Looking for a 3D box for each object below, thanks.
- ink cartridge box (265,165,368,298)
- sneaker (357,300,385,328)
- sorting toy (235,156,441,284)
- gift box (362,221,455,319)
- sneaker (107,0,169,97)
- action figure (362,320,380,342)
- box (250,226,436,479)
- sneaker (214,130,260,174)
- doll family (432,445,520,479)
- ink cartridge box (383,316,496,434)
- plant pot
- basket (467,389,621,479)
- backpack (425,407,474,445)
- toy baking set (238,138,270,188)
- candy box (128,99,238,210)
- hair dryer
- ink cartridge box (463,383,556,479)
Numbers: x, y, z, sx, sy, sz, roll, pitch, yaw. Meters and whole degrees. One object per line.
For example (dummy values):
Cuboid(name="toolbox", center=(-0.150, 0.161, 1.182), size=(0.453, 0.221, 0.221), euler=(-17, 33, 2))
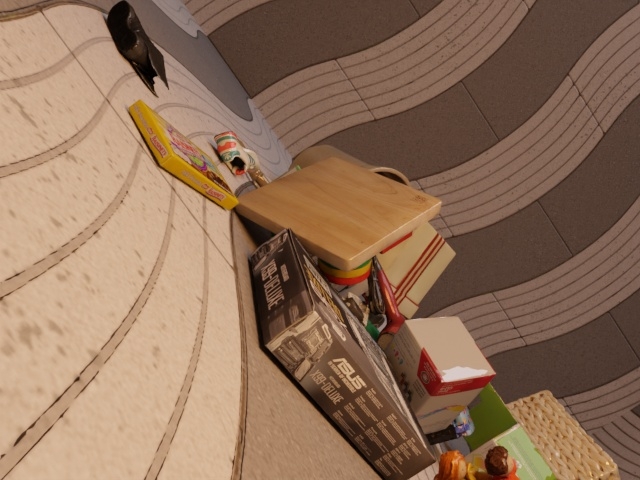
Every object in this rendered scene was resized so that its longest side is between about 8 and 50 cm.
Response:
Cuboid(name="ink cartridge box", center=(0.000, 0.000, 1.256), size=(0.211, 0.121, 0.289), euler=(59, 7, 30))
Cuboid(name="sneaker", center=(0.129, 0.197, 1.549), size=(0.061, 0.053, 0.152), euler=(53, 4, 40))
Cuboid(name="sorting toy", center=(0.030, -0.032, 0.989), size=(0.257, 0.255, 0.090), euler=(28, -49, 34))
Cuboid(name="gift box", center=(0.155, 0.034, 1.510), size=(0.276, 0.258, 0.255), euler=(36, 0, -43))
Cuboid(name="sneaker", center=(-0.310, -0.330, 0.974), size=(0.089, 0.051, 0.170), euler=(47, 15, -56))
Cuboid(name="action figure", center=(0.124, 0.247, 1.170), size=(0.137, 0.063, 0.232), euler=(47, 14, -46))
Cuboid(name="box", center=(0.024, 0.157, 0.800), size=(0.308, 0.076, 0.242), euler=(54, 5, -25))
Cuboid(name="sneaker", center=(-0.170, -0.162, 1.190), size=(0.161, 0.057, 0.076), euler=(45, 28, -66))
Cuboid(name="doll family", center=(0.177, 0.365, 0.706), size=(0.263, 0.118, 0.163), euler=(-42, 112, -53))
Cuboid(name="ink cartridge box", center=(0.181, 0.237, 0.981), size=(0.127, 0.176, 0.128), euler=(0, 43, -32))
Cuboid(name="plant pot", center=(0.055, -0.131, 1.716), size=(0.305, 0.334, 0.334), euler=(45, -3, 43))
Cuboid(name="basket", center=(0.572, 0.620, 1.457), size=(0.328, 0.266, 0.332), euler=(-117, -179, -66))
Cuboid(name="backpack", center=(0.247, 0.340, 1.217), size=(0.158, 0.116, 0.174), euler=(41, 32, -65))
Cuboid(name="toy baking set", center=(-0.146, -0.157, 1.404), size=(0.256, 0.030, 0.197), euler=(60, 7, 36))
Cuboid(name="candy box", center=(-0.192, -0.117, 0.827), size=(0.105, 0.027, 0.206), euler=(54, 5, 20))
Cuboid(name="hair dryer", center=(0.149, 0.136, 1.130), size=(0.294, 0.080, 0.224), euler=(51, 38, -31))
Cuboid(name="ink cartridge box", center=(0.355, 0.454, 1.251), size=(0.255, 0.096, 0.189), euler=(57, -39, 25))
